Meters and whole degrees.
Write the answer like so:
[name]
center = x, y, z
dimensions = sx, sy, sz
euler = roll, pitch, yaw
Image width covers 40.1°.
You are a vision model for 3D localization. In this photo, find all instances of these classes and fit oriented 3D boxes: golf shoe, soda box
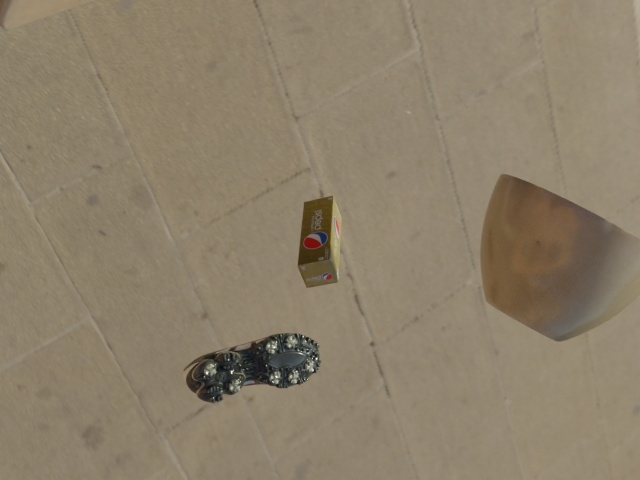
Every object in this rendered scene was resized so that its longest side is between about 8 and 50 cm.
[golf shoe]
center = -0.130, 0.228, 1.662
dimensions = 0.273, 0.120, 0.105
euler = -6, 96, -30
[soda box]
center = 0.000, 0.000, 1.590
dimensions = 0.061, 0.181, 0.058
euler = -11, 129, 13

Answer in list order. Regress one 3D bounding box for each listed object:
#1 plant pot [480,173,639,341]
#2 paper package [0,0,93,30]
[plant pot]
center = 0.364, 0.046, 1.373
dimensions = 0.284, 0.284, 0.191
euler = 25, 95, -36
[paper package]
center = -0.151, -0.365, 0.712
dimensions = 0.309, 0.325, 0.168
euler = -35, 86, -41
